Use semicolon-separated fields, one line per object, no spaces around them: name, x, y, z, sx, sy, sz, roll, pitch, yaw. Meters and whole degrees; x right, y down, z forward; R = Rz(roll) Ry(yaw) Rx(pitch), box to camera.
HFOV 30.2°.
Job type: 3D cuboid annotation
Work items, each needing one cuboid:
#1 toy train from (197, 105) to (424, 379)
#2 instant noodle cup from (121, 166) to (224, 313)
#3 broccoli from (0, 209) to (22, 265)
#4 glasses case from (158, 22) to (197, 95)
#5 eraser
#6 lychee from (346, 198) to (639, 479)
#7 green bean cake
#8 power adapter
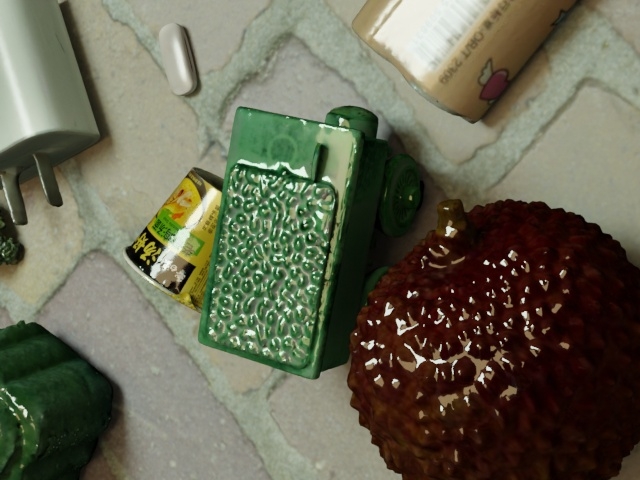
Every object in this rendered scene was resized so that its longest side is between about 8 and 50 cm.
toy train;0.000;0.000;1.154;0.145;0.202;0.266;14;99;26
instant noodle cup;-0.119;0.000;1.259;0.151;0.151;0.122;33;98;24
broccoli;-0.453;0.040;1.479;0.118;0.122;0.204;35;122;39
glasses case;-0.161;-0.204;1.341;0.032;0.021;0.083;-19;82;31
eraser;0.170;-0.273;1.121;0.171;0.087;0.290;45;112;18
lychee;0.159;0.100;1.034;0.275;0.276;0.304;-15;109;29
green bean cake;-0.439;0.217;1.411;0.308;0.169;0.300;37;111;19
power adapter;-0.366;-0.147;1.401;0.187;0.124;0.255;-24;80;29
